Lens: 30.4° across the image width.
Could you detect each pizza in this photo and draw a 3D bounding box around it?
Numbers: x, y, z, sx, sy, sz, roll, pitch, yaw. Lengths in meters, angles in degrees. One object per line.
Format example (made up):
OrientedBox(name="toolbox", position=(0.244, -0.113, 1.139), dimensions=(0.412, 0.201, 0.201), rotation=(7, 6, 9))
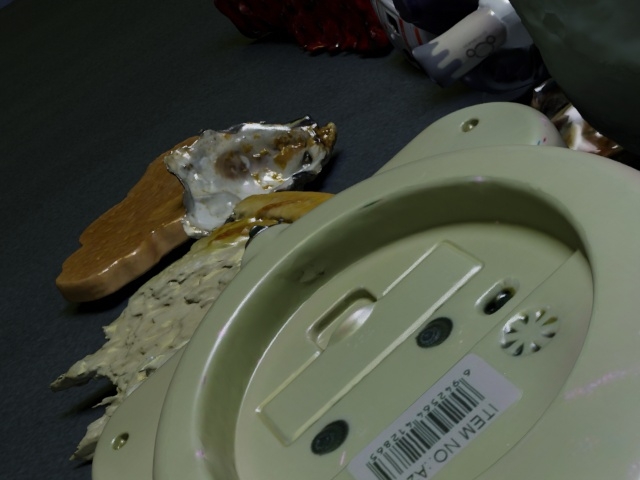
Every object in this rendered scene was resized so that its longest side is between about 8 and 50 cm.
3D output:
OrientedBox(name="pizza", position=(-0.068, 0.048, 0.749), dimensions=(0.262, 0.034, 0.181), rotation=(-25, 39, 13))

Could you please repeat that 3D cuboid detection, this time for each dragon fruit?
OrientedBox(name="dragon fruit", position=(0.001, -0.354, 1.251), dimensions=(0.228, 0.286, 0.329), rotation=(-41, 19, -18))

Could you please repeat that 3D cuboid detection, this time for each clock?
OrientedBox(name="clock", position=(0.056, 0.077, 0.478), dimensions=(0.284, 0.114, 0.309), rotation=(-41, 29, -7))

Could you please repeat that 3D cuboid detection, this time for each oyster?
OrientedBox(name="oyster", position=(-0.049, -0.054, 0.944), dimensions=(0.148, 0.051, 0.103), rotation=(-22, 54, -8))

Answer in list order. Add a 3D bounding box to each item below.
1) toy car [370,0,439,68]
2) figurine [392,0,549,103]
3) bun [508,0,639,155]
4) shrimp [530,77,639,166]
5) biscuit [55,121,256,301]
OrientedBox(name="toy car", position=(0.151, -0.236, 1.047), dimensions=(0.210, 0.089, 0.108), rotation=(-32, 30, -2))
OrientedBox(name="figurine", position=(0.117, -0.222, 0.907), dimensions=(0.145, 0.145, 0.222), rotation=(-24, 57, 11))
OrientedBox(name="bun", position=(0.241, -0.180, 0.545), dimensions=(0.362, 0.362, 0.211), rotation=(-26, 41, 5))
OrientedBox(name="shrimp", position=(0.198, -0.097, 0.765), dimensions=(0.254, 0.059, 0.145), rotation=(-33, 22, -10))
OrientedBox(name="biscuit", position=(-0.135, -0.025, 1.001), dimensions=(0.144, 0.040, 0.236), rotation=(-16, 28, 41))
